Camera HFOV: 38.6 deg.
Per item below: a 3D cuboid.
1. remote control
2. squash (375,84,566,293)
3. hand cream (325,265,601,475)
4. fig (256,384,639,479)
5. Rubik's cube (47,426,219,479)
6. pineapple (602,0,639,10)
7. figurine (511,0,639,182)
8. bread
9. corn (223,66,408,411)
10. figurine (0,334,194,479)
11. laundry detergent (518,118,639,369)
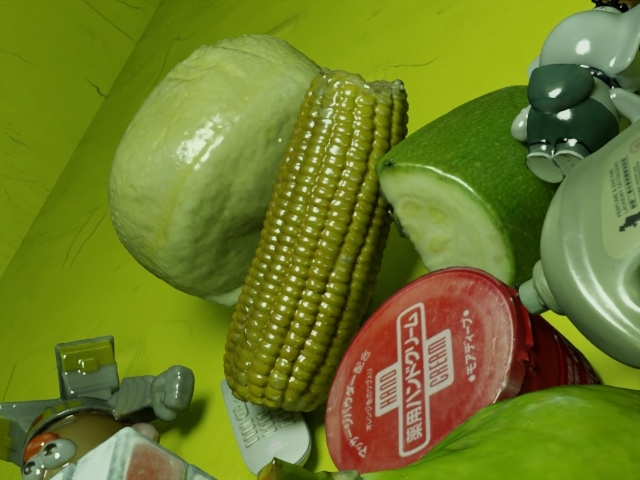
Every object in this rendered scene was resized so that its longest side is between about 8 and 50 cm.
[{"bbox_3d":[-0.056,0.189,0.974,0.073,0.044,0.229,-29,21,-5],"label":"remote control"},{"bbox_3d":[0.194,-0.051,0.887,0.111,0.203,0.288,-28,1,40],"label":"squash"},{"bbox_3d":[0.109,0.128,0.702,0.193,0.125,0.193,-38,29,26],"label":"hand cream"},{"bbox_3d":[0.101,0.170,0.495,0.233,0.314,0.233,-164,90,-82],"label":"fig"},{"bbox_3d":[-0.148,0.347,0.696,0.253,0.259,0.256,-38,30,29],"label":"Rubik's cube"},{"bbox_3d":[0.365,-0.291,0.829,0.237,0.119,0.111,-17,13,48],"label":"pineapple"},{"bbox_3d":[0.240,-0.138,0.812,0.147,0.126,0.192,-8,53,51],"label":"figurine"},{"bbox_3d":[-0.107,-0.088,1.103,0.237,0.320,0.321,29,81,34],"label":"bread"},{"bbox_3d":[0.000,0.000,0.902,0.131,0.131,0.345,30,106,63],"label":"corn"},{"bbox_3d":[-0.294,0.266,1.113,0.343,0.167,0.285,-61,31,13],"label":"figurine"},{"bbox_3d":[0.231,-0.011,0.567,0.253,0.091,0.181,-34,39,37],"label":"laundry detergent"}]
